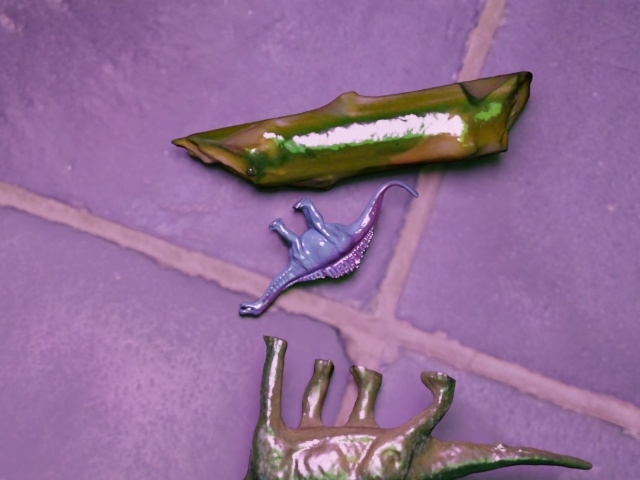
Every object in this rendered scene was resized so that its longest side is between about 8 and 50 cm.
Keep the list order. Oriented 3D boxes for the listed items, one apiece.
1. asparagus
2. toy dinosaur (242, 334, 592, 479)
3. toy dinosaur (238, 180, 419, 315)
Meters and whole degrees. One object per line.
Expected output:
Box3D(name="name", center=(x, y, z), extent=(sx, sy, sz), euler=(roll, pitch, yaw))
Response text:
Box3D(name="asparagus", center=(0.037, -0.095, 1.219), extent=(0.343, 0.082, 0.085), euler=(-11, 80, -7))
Box3D(name="toy dinosaur", center=(-0.008, 0.243, 1.121), extent=(0.447, 0.087, 0.301), euler=(13, 73, 5))
Box3D(name="toy dinosaur", center=(0.000, 0.000, 1.209), extent=(0.197, 0.045, 0.080), euler=(-36, 94, -6))
